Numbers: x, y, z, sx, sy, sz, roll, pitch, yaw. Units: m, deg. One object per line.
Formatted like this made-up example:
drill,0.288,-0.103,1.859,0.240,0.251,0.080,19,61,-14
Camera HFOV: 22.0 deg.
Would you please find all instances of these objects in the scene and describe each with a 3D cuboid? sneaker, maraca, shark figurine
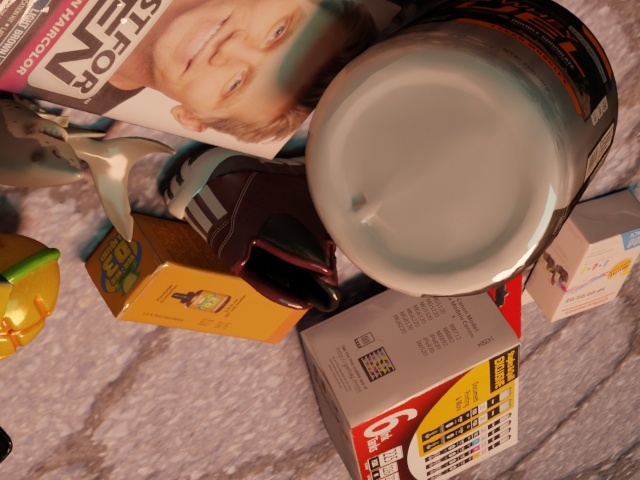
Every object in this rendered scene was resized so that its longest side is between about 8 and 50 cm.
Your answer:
sneaker,0.000,0.000,1.506,0.281,0.162,0.106,-4,138,-41
maraca,-0.292,0.060,1.369,0.185,0.099,0.127,-35,176,18
shark figurine,-0.228,-0.053,1.256,0.278,0.166,0.116,-2,115,-82

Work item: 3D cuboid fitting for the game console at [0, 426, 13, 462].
game console,-0.377,0.197,1.500,0.144,0.124,0.085,-44,175,17

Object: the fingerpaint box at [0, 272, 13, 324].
fingerpaint box,-0.487,0.153,1.155,0.444,0.163,0.371,1,116,-45

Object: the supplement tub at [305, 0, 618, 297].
supplement tub,0.131,-0.094,1.360,0.207,0.207,0.338,-49,178,24

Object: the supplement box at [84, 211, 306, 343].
supplement box,-0.106,0.037,1.543,0.078,0.080,0.233,-48,149,20

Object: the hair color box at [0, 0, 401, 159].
hair color box,-0.114,-0.179,1.197,0.174,0.105,0.347,-48,148,23

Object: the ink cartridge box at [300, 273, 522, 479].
ink cartridge box,0.138,0.154,1.858,0.271,0.130,0.309,-26,154,-6

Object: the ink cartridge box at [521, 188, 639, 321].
ink cartridge box,0.314,0.030,1.962,0.104,0.062,0.181,-16,146,-28

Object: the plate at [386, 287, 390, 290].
plate,0.147,0.017,1.817,0.188,0.024,0.188,-26,149,-17
